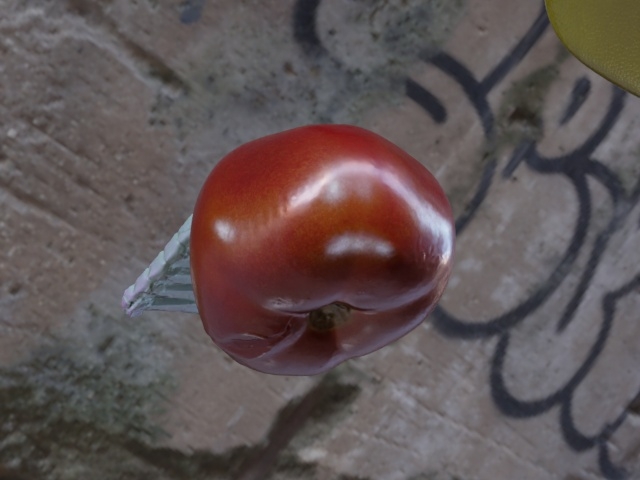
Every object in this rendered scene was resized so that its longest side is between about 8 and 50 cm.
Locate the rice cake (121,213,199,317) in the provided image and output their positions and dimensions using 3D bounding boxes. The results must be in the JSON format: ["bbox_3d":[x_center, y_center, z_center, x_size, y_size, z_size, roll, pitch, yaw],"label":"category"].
[{"bbox_3d":[-0.153,0.038,1.418,0.198,0.189,0.037,1,48,-54],"label":"rice cake"}]

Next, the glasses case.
[{"bbox_3d":[0.478,-0.292,1.501,0.141,0.173,0.371,-12,37,-33],"label":"glasses case"}]

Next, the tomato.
[{"bbox_3d":[0.000,0.000,1.154,0.299,0.299,0.226,30,33,-41],"label":"tomato"}]
